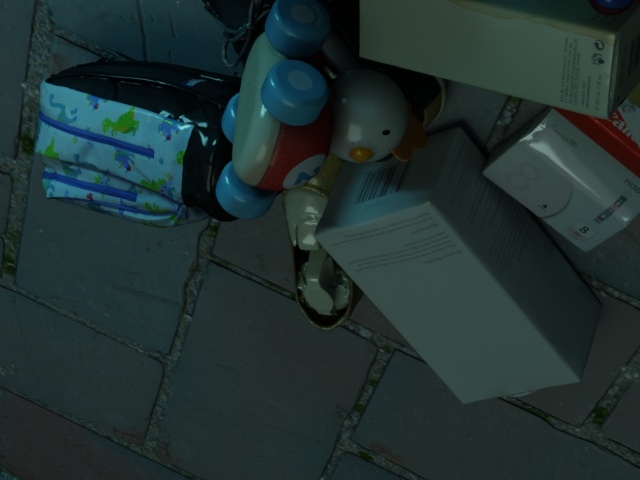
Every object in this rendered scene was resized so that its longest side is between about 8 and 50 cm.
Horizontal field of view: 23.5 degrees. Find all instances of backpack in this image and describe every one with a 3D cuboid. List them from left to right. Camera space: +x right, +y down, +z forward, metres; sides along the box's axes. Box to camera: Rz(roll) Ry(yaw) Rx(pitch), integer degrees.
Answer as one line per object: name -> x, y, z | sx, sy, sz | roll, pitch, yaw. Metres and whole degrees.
backpack -> -0.227, -0.138, 2.114 | 0.355, 0.290, 0.273 | 26, 116, 18

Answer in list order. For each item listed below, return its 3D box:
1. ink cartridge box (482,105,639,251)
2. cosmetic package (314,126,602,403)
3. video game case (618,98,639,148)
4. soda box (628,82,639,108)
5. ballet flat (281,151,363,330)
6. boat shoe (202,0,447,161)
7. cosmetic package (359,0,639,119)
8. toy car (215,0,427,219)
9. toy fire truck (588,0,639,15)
ink cartridge box -> 0.351, -0.101, 1.997 | 0.189, 0.066, 0.232 | 37, 144, -11
cosmetic package -> 0.198, 0.046, 2.151 | 0.217, 0.156, 0.385 | -15, 129, 39
video game case -> 0.420, -0.190, 1.874 | 0.143, 0.019, 0.157 | -16, 118, 39
soda box -> 0.346, -0.238, 1.821 | 0.181, 0.061, 0.058 | 42, 136, -3
ballet flat -> 0.000, 0.000, 2.258 | 0.123, 0.123, 0.349 | 11, 138, 19
boat shoe -> -0.049, -0.289, 1.944 | 0.500, 0.156, 0.187 | 42, 140, -15
cosmetic package -> 0.214, -0.251, 1.743 | 0.309, 0.160, 0.113 | 18, 129, 24
toy car -> 0.021, -0.138, 1.828 | 0.238, 0.210, 0.219 | 13, 141, -14
toy fire truck -> 0.252, -0.345, 1.612 | 0.302, 0.254, 0.169 | 20, 142, -9
